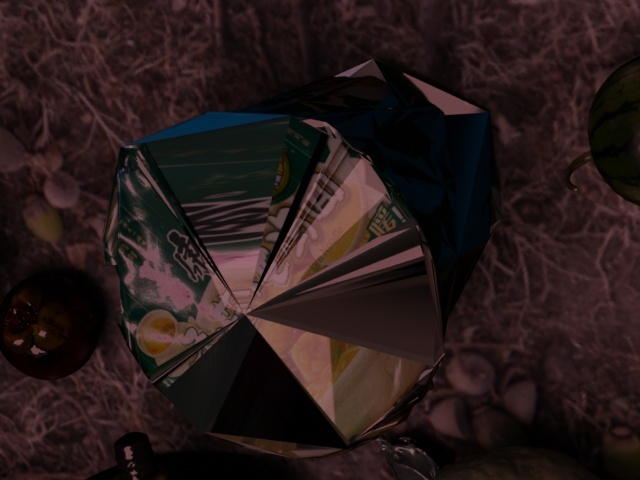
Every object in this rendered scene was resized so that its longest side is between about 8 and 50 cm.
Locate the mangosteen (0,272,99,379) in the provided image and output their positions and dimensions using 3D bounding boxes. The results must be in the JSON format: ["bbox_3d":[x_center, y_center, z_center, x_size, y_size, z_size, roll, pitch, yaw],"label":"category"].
[{"bbox_3d":[-0.206,0.065,1.371,0.081,0.081,0.081,9,115,20],"label":"mangosteen"}]

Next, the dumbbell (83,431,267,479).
[{"bbox_3d":[-0.097,0.320,1.376,0.185,0.185,0.388,-2,110,25],"label":"dumbbell"}]

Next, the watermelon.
[{"bbox_3d":[0.208,-0.066,1.124,0.109,0.109,0.109,9,115,20],"label":"watermelon"}]

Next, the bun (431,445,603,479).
[{"bbox_3d":[0.125,0.239,1.260,0.204,0.126,0.212,10,97,-16],"label":"bun"}]

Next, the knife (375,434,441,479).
[{"bbox_3d":[0.118,0.262,1.348,0.044,0.026,0.296,-17,107,32],"label":"knife"}]

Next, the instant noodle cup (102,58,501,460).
[{"bbox_3d":[0.000,0.000,1.194,0.240,0.178,0.240,9,115,20],"label":"instant noodle cup"}]
